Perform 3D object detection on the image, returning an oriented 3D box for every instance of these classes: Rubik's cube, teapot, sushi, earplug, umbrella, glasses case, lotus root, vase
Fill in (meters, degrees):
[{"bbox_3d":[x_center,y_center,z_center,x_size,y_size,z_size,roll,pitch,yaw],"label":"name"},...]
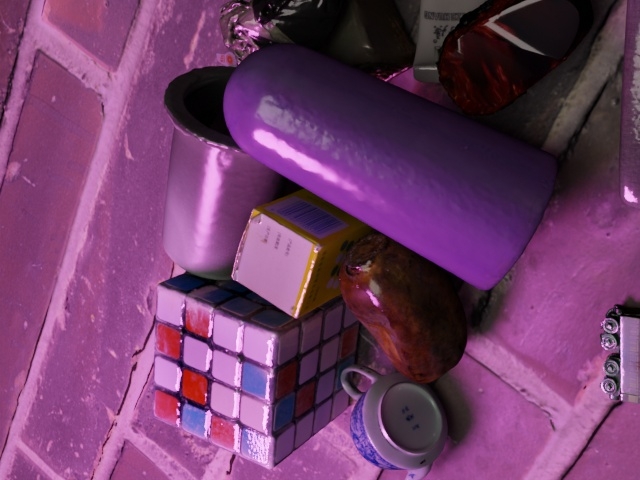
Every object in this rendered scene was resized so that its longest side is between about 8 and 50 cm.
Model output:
[{"bbox_3d":[-0.106,0.185,1.727,0.256,0.259,0.253,19,116,29],"label":"Rubik's cube"},{"bbox_3d":[0.110,0.304,1.695,0.159,0.159,0.232,-35,83,37],"label":"teapot"},{"bbox_3d":[0.261,-0.272,1.384,0.225,0.126,0.136,-37,105,31],"label":"sushi"},{"bbox_3d":[0.081,-0.123,1.424,0.456,0.215,0.215,27,122,-4],"label":"earplug"},{"bbox_3d":[0.009,-0.353,1.415,0.358,0.113,0.106,-30,49,31],"label":"umbrella"},{"bbox_3d":[0.459,-0.193,1.333,0.131,0.074,0.323,8,110,31],"label":"glasses case"},{"bbox_3d":[0.132,0.095,1.558,0.275,0.152,0.160,53,179,-39],"label":"lotus root"},{"bbox_3d":[-0.141,-0.095,1.645,0.245,0.245,0.291,31,131,22],"label":"vase"}]

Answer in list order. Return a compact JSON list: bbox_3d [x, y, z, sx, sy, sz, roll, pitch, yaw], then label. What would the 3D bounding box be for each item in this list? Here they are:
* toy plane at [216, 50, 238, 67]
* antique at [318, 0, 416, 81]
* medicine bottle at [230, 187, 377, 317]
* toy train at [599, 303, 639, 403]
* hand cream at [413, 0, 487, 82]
[{"bbox_3d":[-0.142,-0.221,1.749,0.078,0.053,0.197,14,117,40],"label":"toy plane"},{"bbox_3d":[0.022,-0.370,1.548,0.125,0.150,0.284,-26,82,33],"label":"antique"},{"bbox_3d":[0.000,0.000,1.602,0.141,0.250,0.137,29,121,26],"label":"medicine bottle"},{"bbox_3d":[0.440,0.163,1.486,0.071,0.038,0.147,4,107,31],"label":"toy train"},{"bbox_3d":[0.190,-0.374,1.455,0.140,0.089,0.314,2,115,20],"label":"hand cream"}]
